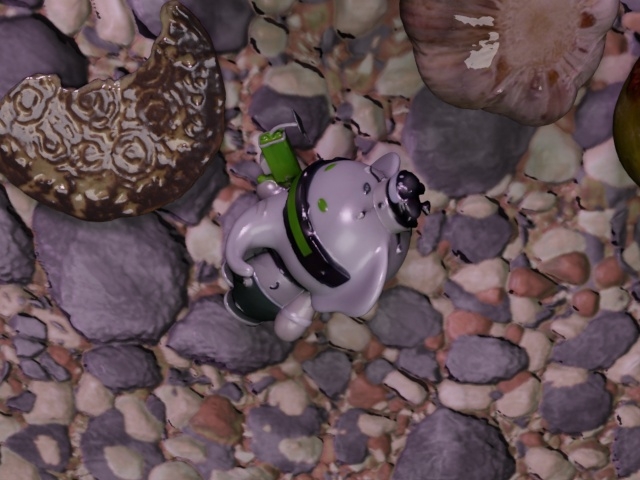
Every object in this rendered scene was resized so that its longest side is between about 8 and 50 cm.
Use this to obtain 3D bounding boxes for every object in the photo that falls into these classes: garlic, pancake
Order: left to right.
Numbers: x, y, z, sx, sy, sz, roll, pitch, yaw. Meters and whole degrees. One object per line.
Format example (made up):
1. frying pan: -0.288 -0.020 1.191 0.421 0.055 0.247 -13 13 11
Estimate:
1. pancake: -0.165 -0.096 0.750 0.190 0.020 0.184 8 119 -5
2. garlic: 0.120 -0.155 0.670 0.147 0.102 0.159 -44 122 7

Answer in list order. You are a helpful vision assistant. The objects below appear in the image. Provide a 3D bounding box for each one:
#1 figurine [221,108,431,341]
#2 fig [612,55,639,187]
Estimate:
1. figurine: 0.000 0.000 0.745 0.126 0.147 0.192 30 136 -35
2. fig: 0.332 -0.076 0.691 0.259 0.151 0.151 14 118 -12
